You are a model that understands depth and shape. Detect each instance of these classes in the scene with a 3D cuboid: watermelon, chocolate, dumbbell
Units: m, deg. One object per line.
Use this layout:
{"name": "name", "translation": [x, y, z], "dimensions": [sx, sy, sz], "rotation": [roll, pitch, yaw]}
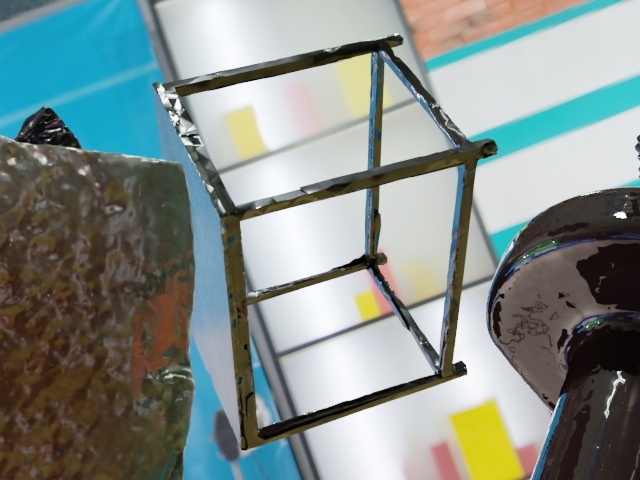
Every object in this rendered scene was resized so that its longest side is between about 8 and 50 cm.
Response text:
{"name": "watermelon", "translation": [-0.169, 0.068, 0.648], "dimensions": [0.151, 0.264, 0.302], "rotation": [-1, -9, 25]}
{"name": "chocolate", "translation": [-0.255, -0.045, 0.781], "dimensions": [0.147, 0.072, 0.070], "rotation": [-31, 43, -26]}
{"name": "dumbbell", "translation": [0.099, 0.096, 0.359], "dimensions": [0.124, 0.140, 0.225], "rotation": [-22, 26, 45]}

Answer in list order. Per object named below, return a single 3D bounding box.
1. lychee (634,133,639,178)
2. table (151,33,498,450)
{"name": "lychee", "translation": [0.335, -0.074, 0.785], "dimensions": [0.188, 0.188, 0.188], "rotation": [-20, -6, -2]}
{"name": "table", "translation": [0.000, 0.000, 1.077], "dimensions": [0.272, 0.222, 0.335], "rotation": [-16, -45, -17]}
